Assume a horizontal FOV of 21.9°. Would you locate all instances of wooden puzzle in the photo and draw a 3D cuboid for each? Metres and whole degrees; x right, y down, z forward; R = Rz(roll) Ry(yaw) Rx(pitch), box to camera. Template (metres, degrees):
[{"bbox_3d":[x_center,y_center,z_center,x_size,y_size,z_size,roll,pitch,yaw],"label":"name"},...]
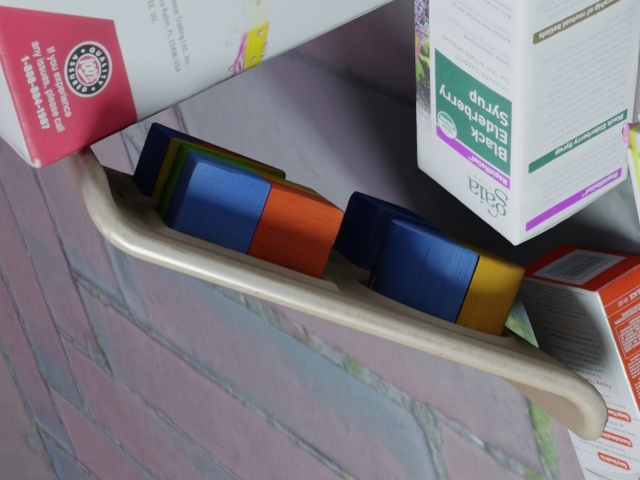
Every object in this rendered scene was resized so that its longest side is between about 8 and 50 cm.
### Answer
[{"bbox_3d":[0.000,0.000,1.086,0.348,0.080,0.322,24,-177,-14],"label":"wooden puzzle"}]

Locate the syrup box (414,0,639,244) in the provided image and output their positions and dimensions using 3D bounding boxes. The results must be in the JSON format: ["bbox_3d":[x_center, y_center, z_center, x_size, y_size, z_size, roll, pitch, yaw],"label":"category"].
[{"bbox_3d":[0.117,-0.121,0.938,0.093,0.096,0.236,42,150,36],"label":"syrup box"}]

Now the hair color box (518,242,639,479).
[{"bbox_3d":[0.195,0.089,1.076,0.093,0.053,0.167,13,127,61],"label":"hair color box"}]

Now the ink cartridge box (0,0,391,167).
[{"bbox_3d":[-0.089,-0.215,0.985,0.131,0.306,0.226,37,147,44],"label":"ink cartridge box"}]

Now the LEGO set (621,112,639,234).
[{"bbox_3d":[0.238,0.002,0.814,0.287,0.107,0.132,64,157,-8],"label":"LEGO set"}]
